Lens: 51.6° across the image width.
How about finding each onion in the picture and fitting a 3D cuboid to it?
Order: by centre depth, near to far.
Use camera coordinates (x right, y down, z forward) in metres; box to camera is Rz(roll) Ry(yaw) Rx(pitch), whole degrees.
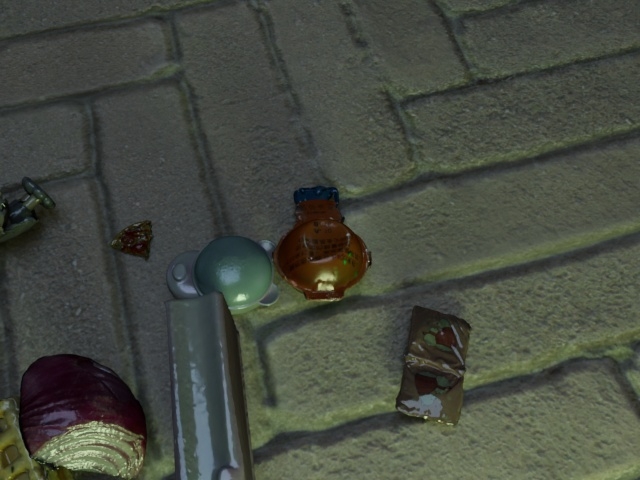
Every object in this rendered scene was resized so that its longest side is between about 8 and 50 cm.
[{"bbox_3d":[-0.417,0.298,1.228,0.111,0.250,0.247,-40,46,23],"label":"onion"}]

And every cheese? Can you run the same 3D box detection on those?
[{"bbox_3d":[0.000,0.000,1.468,0.217,0.129,0.329,-2,49,-5],"label":"cheese"}]

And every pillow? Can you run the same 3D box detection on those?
[{"bbox_3d":[0.236,0.258,1.378,0.135,0.049,0.248,12,58,4],"label":"pillow"}]

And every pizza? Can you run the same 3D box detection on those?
[{"bbox_3d":[-0.421,-0.012,1.521,0.100,0.029,0.099,21,62,10],"label":"pizza"}]

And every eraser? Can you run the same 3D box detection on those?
[{"bbox_3d":[-0.195,0.311,1.213,0.122,0.272,0.359,-9,62,-5],"label":"eraser"}]

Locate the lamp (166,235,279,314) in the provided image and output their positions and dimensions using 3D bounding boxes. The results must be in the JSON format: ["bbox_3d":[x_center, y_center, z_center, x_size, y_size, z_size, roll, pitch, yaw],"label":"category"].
[{"bbox_3d":[-0.213,0.070,1.437,0.246,0.108,0.179,-2,58,-2],"label":"lamp"}]

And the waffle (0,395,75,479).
[{"bbox_3d":[-0.636,0.469,1.162,0.376,0.114,0.261,-29,74,-3],"label":"waffle"}]

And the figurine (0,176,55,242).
[{"bbox_3d":[-0.763,0.010,1.441,0.387,0.166,0.207,-44,37,-19],"label":"figurine"}]
